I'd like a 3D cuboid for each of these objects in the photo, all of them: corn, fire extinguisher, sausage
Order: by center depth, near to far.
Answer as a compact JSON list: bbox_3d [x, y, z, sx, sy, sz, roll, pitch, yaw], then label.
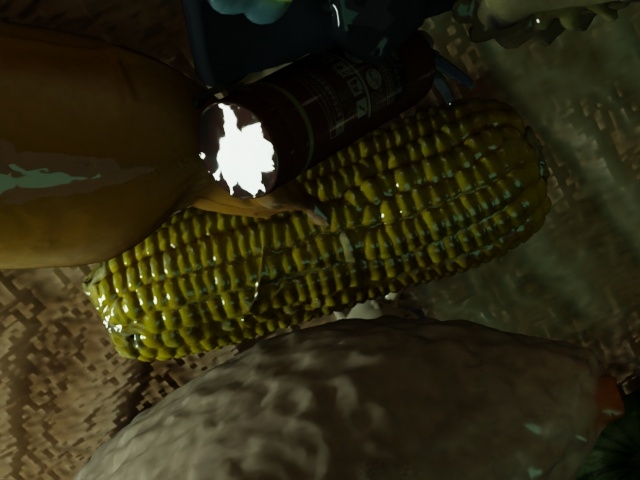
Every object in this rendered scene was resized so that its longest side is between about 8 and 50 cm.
[{"bbox_3d":[-0.144,-0.037,0.631,0.328,0.112,0.112,2,132,-24],"label":"sausage"},{"bbox_3d":[0.008,-0.064,0.659,0.158,0.064,0.043,-35,169,-50],"label":"fire extinguisher"},{"bbox_3d":[0.000,0.000,0.740,0.231,0.080,0.080,-22,137,1],"label":"corn"}]

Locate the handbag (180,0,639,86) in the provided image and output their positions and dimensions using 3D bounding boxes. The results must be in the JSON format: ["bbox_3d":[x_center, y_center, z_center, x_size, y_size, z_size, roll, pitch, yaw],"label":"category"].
[{"bbox_3d":[0.074,-0.211,0.536,0.303,0.122,0.329,-15,138,-8],"label":"handbag"}]

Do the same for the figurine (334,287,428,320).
[{"bbox_3d":[0.043,0.053,0.839,0.050,0.047,0.083,-31,141,-5],"label":"figurine"}]

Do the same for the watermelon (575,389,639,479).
[{"bbox_3d":[0.233,0.201,0.920,0.242,0.242,0.242,-11,136,-11],"label":"watermelon"}]

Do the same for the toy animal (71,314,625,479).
[{"bbox_3d":[-0.016,0.151,0.736,0.358,0.226,0.188,-33,105,29],"label":"toy animal"}]
